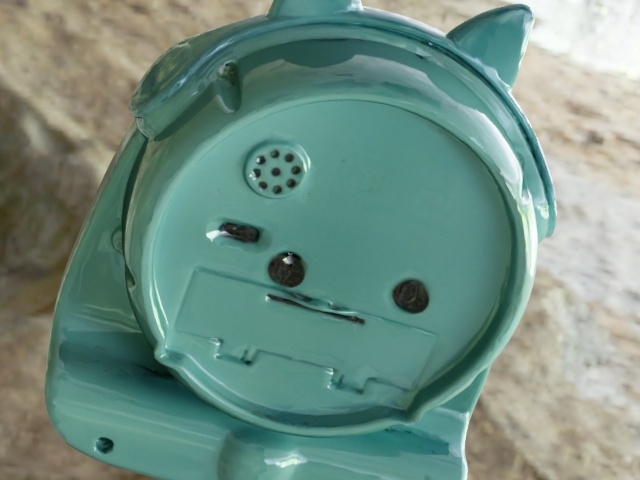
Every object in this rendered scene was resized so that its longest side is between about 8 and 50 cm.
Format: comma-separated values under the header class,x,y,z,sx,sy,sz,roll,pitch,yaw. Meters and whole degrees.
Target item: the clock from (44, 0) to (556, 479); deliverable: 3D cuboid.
class,x,y,z,sx,sy,sz,roll,pitch,yaw
clock,0.000,0.000,0.694,0.224,0.274,0.094,14,-154,-13
